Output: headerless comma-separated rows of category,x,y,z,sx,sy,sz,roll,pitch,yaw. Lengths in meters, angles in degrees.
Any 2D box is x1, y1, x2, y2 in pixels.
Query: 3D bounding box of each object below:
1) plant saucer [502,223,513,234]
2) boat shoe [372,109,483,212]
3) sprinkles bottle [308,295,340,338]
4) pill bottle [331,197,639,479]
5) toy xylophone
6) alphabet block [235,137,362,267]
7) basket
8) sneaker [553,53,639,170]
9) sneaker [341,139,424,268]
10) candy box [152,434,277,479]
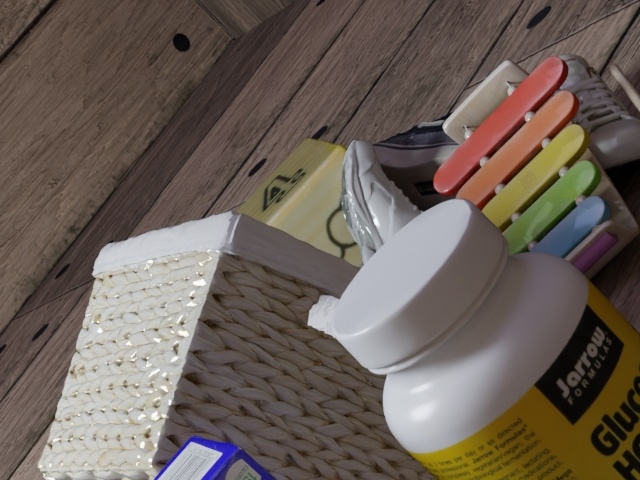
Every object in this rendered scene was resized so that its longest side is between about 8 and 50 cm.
plant saucer,0.225,0.005,2.135,0.200,0.037,0.200,-40,15,13
boat shoe,0.173,-0.116,2.459,0.158,0.127,0.340,-44,22,-21
sprinkles bottle,0.072,0.100,2.121,0.121,0.121,0.355,-53,17,-27
pill bottle,0.171,0.132,1.390,0.188,0.334,0.188,-41,16,15
toy xylophone,0.259,-0.081,1.997,0.236,0.081,0.322,-51,38,13
alphabet block,0.000,0.000,2.441,0.197,0.192,0.193,-46,17,-7
basket,-0.061,0.160,1.857,0.331,0.328,0.266,-15,55,59
sneaker,0.298,-0.148,2.142,0.106,0.123,0.290,-18,13,-9
sneaker,0.092,-0.021,2.290,0.115,0.232,0.090,-11,-17,-7
candy box,-0.055,0.354,1.430,0.268,0.317,0.122,-50,18,-14
